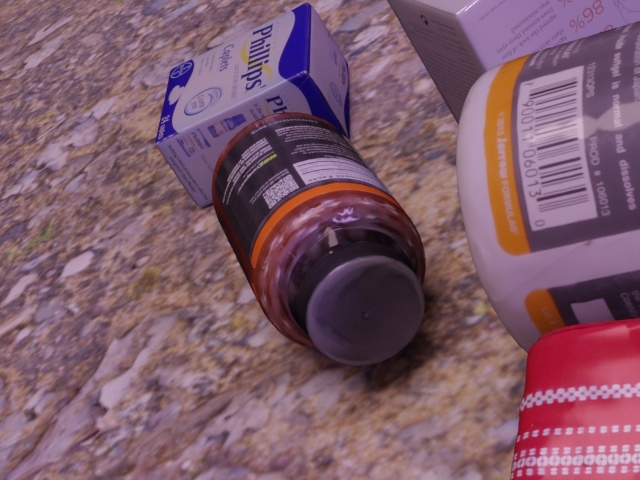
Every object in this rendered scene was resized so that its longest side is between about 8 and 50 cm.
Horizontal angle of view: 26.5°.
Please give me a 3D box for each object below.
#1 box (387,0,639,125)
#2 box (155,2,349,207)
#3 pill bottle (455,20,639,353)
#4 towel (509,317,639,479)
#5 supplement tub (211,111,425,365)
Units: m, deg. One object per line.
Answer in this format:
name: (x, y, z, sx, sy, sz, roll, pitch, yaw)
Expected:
box: (0.141, -0.110, 0.793, 0.130, 0.170, 0.091, -38, 31, -8)
box: (-0.052, -0.109, 1.080, 0.137, 0.072, 0.126, -23, 32, 16)
pill bottle: (0.217, -0.039, 0.628, 0.278, 0.162, 0.162, -14, 35, 29)
towel: (0.147, 0.141, 0.500, 0.199, 0.031, 0.275, -11, 50, 35)
supplement tub: (0.000, 0.000, 0.836, 0.106, 0.106, 0.198, -33, 30, 1)
